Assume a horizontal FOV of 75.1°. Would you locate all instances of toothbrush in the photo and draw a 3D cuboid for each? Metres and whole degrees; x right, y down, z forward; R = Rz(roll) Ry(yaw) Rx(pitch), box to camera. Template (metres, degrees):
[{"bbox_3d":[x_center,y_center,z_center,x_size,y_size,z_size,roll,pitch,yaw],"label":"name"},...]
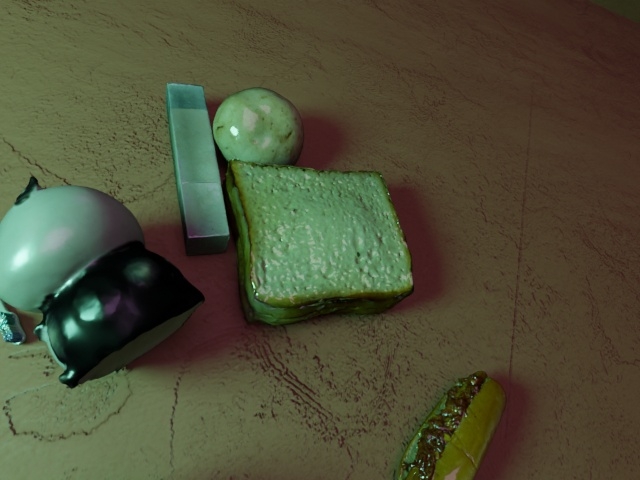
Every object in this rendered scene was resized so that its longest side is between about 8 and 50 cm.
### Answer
[{"bbox_3d":[-0.471,0.014,0.558,0.030,0.030,0.304,-29,72,-32],"label":"toothbrush"}]

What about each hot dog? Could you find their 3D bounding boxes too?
[{"bbox_3d":[0.194,0.286,0.612,0.249,0.102,0.076,-39,116,-33],"label":"hot dog"}]

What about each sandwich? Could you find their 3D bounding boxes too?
[{"bbox_3d":[0.000,0.000,0.704,0.301,0.099,0.271,-1,67,-25],"label":"sandwich"}]

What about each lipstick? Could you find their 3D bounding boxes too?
[{"bbox_3d":[-0.215,-0.130,0.713,0.068,0.066,0.318,-4,63,-25],"label":"lipstick"}]

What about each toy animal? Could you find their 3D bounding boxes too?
[{"bbox_3d":[-0.280,0.042,0.514,0.165,0.187,0.235,-43,86,-10],"label":"toy animal"}]

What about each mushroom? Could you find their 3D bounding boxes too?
[{"bbox_3d":[-0.111,-0.191,0.758,0.166,0.127,0.166,2,85,-22],"label":"mushroom"}]
